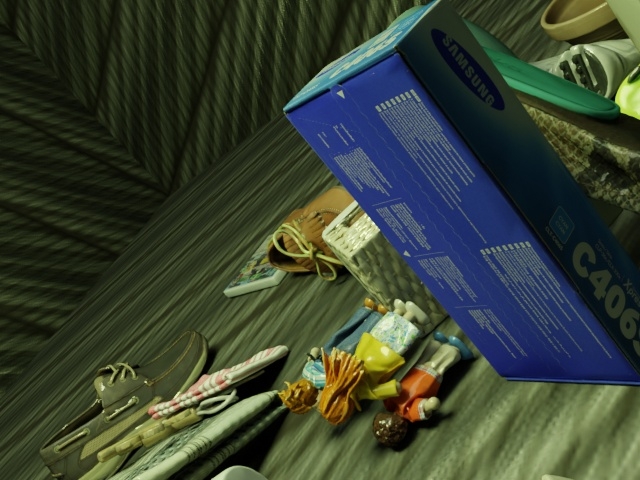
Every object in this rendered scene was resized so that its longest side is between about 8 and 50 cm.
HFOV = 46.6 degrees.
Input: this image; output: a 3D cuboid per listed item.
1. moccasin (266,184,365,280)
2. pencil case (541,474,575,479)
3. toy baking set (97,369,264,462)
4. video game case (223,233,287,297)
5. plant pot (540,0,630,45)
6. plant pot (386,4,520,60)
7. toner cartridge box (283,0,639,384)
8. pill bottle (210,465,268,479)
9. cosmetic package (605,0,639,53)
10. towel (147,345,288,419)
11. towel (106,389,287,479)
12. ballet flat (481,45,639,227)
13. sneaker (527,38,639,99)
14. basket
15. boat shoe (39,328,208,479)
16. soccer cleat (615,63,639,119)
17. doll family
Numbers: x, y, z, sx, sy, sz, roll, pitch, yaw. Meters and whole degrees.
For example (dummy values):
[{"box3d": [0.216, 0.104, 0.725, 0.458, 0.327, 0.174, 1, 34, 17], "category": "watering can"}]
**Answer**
[{"box3d": [-0.002, -0.002, 1.251, 0.147, 0.139, 0.380, -49, 18, -19], "category": "moccasin"}, {"box3d": [0.060, 0.305, 0.328, 0.183, 0.160, 0.410, -49, 8, 41], "category": "pencil case"}, {"box3d": [-0.204, 0.269, 1.108, 0.256, 0.030, 0.197, -24, -5, -26], "category": "toy baking set"}, {"box3d": [-0.099, 0.038, 1.564, 0.201, 0.023, 0.183, -17, 30, 52], "category": "video game case"}, {"box3d": [0.472, -0.367, 1.149, 0.237, 0.110, 0.237, -37, 17, 13], "category": "plant pot"}, {"box3d": [0.204, -0.171, 1.063, 0.195, 0.290, 0.290, 22, 59, 30], "category": "plant pot"}, {"box3d": [0.136, -0.020, 0.639, 0.075, 0.348, 0.165, -50, 19, -29], "category": "toner cartridge box"}, {"box3d": [-0.153, 0.345, 0.703, 0.278, 0.162, 0.162, -38, 18, 11], "category": "pill bottle"}, {"box3d": [0.371, -0.219, 0.675, 0.160, 0.309, 0.113, -36, 19, 15], "category": "cosmetic package"}, {"box3d": [-0.159, 0.216, 1.150, 0.197, 0.029, 0.144, -30, -5, 33], "category": "towel"}, {"box3d": [-0.236, 0.310, 0.972, 0.312, 0.056, 0.324, -30, -1, 35], "category": "towel"}, {"box3d": [0.264, -0.054, 0.656, 0.482, 0.182, 0.164, 22, 27, 31], "category": "ballet flat"}, {"box3d": [0.367, -0.235, 1.107, 0.118, 0.110, 0.292, -26, 11, -17], "category": "sneaker"}, {"box3d": [0.102, 0.025, 0.926, 0.113, 0.167, 0.103, -43, 23, -1], "category": "basket"}, {"box3d": [-0.345, 0.284, 1.318, 0.355, 0.130, 0.132, -49, 19, -21], "category": "boat shoe"}, {"box3d": [0.472, -0.206, 0.816, 0.289, 0.093, 0.121, -32, -20, 24], "category": "soccer cleat"}, {"box3d": [0.034, 0.142, 0.855, 0.163, 0.118, 0.263, -48, 18, -17], "category": "doll family"}]
